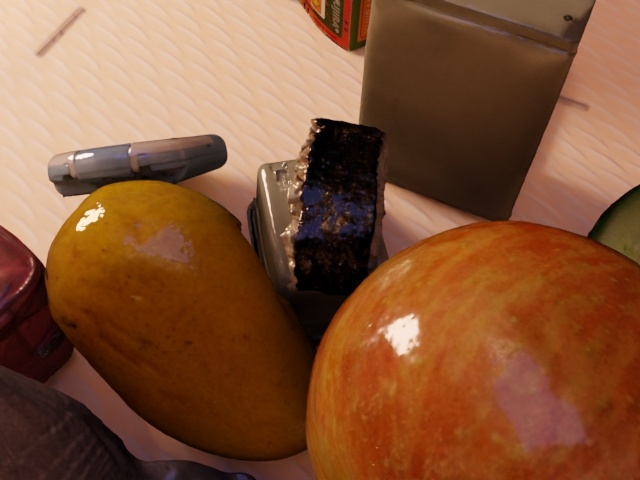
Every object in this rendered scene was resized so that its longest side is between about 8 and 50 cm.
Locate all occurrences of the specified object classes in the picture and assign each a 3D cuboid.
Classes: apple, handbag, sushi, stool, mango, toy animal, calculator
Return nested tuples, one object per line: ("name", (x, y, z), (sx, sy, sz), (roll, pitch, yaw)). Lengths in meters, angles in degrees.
("apple", (0.146, 0.129, 0.500), (0.309, 0.277, 0.250), (50, 56, -12))
("handbag", (-0.317, 0.088, 0.605), (0.146, 0.135, 0.225), (32, 58, 20))
("sushi", (0.013, -0.030, 0.601), (0.078, 0.090, 0.150), (6, 59, 6))
("stool", (0.165, -0.202, 0.735), (0.170, 0.243, 0.270), (23, 60, 12))
("mango", (-0.099, 0.068, 0.599), (0.167, 0.130, 0.262), (-35, 98, 20))
("toy animal", (-0.216, 0.153, 0.536), (0.206, 0.367, 0.081), (-41, 28, 12))
("calculator", (-0.159, -0.072, 0.694), (0.121, 0.210, 0.039), (-5, 99, 8))

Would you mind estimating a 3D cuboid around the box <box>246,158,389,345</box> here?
("box", (0.000, 0.000, 0.689), (0.124, 0.093, 0.172), (-10, 58, -8))

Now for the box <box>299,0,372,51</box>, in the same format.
("box", (0.048, -0.358, 0.861), (0.148, 0.195, 0.177), (-25, 62, -16))

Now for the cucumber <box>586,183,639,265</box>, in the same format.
("cucumber", (0.277, 0.047, 0.682), (0.115, 0.063, 0.244), (32, 61, 10))
